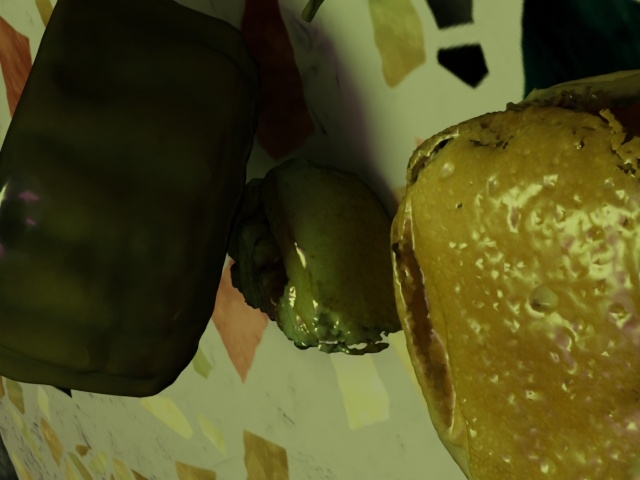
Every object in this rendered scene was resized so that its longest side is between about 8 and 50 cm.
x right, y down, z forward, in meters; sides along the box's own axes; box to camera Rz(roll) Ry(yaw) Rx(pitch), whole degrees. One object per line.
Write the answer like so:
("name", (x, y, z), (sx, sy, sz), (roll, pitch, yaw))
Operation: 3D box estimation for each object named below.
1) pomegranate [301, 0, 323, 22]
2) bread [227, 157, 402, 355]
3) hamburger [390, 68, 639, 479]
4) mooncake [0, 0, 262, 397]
("pomegranate", (-0.034, -0.220, 0.748), (0.169, 0.148, 0.148), (29, 151, -14))
("bread", (0.004, 0.000, 0.879), (0.156, 0.103, 0.110), (28, 123, 44))
("hamburger", (0.149, 0.028, 0.625), (0.244, 0.163, 0.244), (24, 124, 41))
("mooncake", (-0.141, -0.034, 0.890), (0.290, 0.161, 0.290), (-163, 90, -80))
